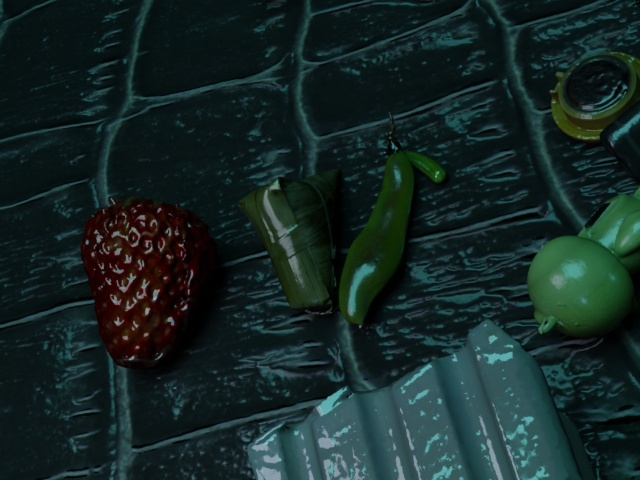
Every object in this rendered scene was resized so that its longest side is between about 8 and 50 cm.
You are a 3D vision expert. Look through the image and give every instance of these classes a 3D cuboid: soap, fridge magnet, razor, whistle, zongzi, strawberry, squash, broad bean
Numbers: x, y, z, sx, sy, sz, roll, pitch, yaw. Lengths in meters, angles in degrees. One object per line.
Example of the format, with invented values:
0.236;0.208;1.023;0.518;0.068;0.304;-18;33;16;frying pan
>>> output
0.152;0.361;1.378;0.350;0.213;0.435;-25;51;10;soap
0.381;-0.199;1.710;0.143;0.063;0.143;-15;55;23;fridge magnet
0.443;-0.150;1.636;0.148;0.054;0.090;-41;89;-1;razor
0.371;0.019;1.555;0.294;0.141;0.141;-35;47;-18;whistle
0.002;0.002;1.807;0.094;0.204;0.205;-25;87;35;zongzi
-0.253;0.065;1.826;0.205;0.205;0.244;-2;74;28;strawberry
0.150;-0.108;1.808;0.027;0.027;0.089;-46;48;-5;squash
0.088;-0.021;1.766;0.075;0.067;0.325;19;62;-7;broad bean

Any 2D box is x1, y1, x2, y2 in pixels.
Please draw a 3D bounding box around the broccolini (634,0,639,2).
0.498;-0.347;1.767;0.140;0.030;0.035;14;66;32;broccolini
